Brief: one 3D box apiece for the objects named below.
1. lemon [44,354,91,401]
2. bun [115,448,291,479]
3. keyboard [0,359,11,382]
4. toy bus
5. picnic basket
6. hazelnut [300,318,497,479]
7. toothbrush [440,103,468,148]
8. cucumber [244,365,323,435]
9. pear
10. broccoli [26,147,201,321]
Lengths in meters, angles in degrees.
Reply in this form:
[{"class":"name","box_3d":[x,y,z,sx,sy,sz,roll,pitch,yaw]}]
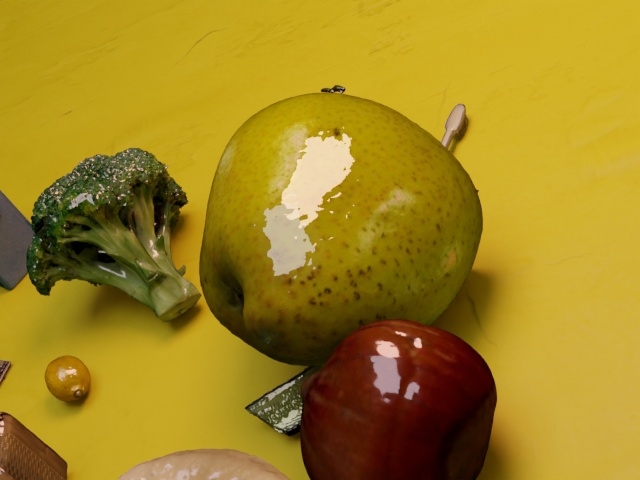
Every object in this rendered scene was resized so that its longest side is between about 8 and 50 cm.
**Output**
[{"class":"lemon","box_3d":[-0.353,0.195,1.847,0.062,0.062,0.083,-42,40,-8]},{"class":"bun","box_3d":[-0.123,0.404,1.384,0.349,0.227,0.352,-35,44,0]},{"class":"keyboard","box_3d":[-0.504,0.230,1.944,0.049,0.015,0.129,2,53,34]},{"class":"toy bus","box_3d":[-0.543,-0.038,2.053,0.133,0.234,0.116,21,65,40]},{"class":"picnic basket","box_3d":[-0.468,0.349,1.702,0.266,0.165,0.139,-21,45,16]},{"class":"hazelnut","box_3d":[0.080,0.202,1.450,0.229,0.229,0.229,-18,45,18]},{"class":"toothbrush","box_3d":[0.146,-0.069,1.789,0.026,0.028,0.294,3,55,36]},{"class":"cucumber","box_3d":[0.016,0.182,1.635,0.220,0.046,0.070,-33,44,5]},{"class":"pear","box_3d":[0.000,0.000,1.558,0.342,0.238,0.318,25,51,10]},{"class":"broccoli","box_3d":[-0.272,0.002,1.884,0.254,0.269,0.269,122,159,-45]}]
